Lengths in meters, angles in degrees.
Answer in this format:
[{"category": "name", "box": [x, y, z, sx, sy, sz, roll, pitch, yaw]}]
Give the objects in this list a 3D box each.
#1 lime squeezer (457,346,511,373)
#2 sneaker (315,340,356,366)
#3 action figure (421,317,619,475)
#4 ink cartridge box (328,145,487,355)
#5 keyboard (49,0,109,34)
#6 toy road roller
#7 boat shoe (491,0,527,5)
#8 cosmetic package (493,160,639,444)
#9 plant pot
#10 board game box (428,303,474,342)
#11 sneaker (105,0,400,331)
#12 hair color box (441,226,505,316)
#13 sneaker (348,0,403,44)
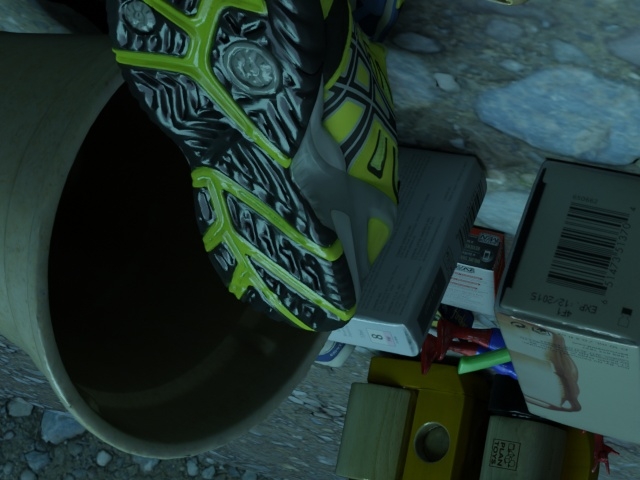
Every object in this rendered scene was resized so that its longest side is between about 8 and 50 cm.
[{"category": "lime squeezer", "box": [0.308, 0.125, 1.476, 0.311, 0.109, 0.059, 11, -164, -1]}, {"category": "sneaker", "box": [-0.075, 0.074, 1.574, 0.131, 0.112, 0.296, 42, 170, -34]}, {"category": "action figure", "box": [0.255, 0.176, 1.569, 0.281, 0.139, 0.091, 7, 159, -11]}, {"category": "ink cartridge box", "box": [0.007, -0.006, 1.243, 0.232, 0.189, 0.066, 8, 145, 27]}, {"category": "keyboard", "box": [-0.123, -0.176, 1.137, 0.202, 0.033, 0.317, 2, 154, 42]}, {"category": "toy road roller", "box": [0.208, 0.284, 1.877, 0.330, 0.202, 0.241, 5, 168, 34]}, {"category": "boat shoe", "box": [0.066, -0.185, 0.877, 0.170, 0.063, 0.059, 21, 156, -9]}, {"category": "cosmetic package", "box": [0.251, 0.064, 1.276, 0.129, 0.153, 0.296, 13, 159, 20]}, {"category": "plant pot", "box": [-0.183, -0.035, 1.117, 0.306, 0.333, 0.334, 17, 165, 39]}, {"category": "board game box", "box": [0.062, 0.046, 1.570, 0.165, 0.042, 0.243, 10, 160, 24]}, {"category": "sneaker", "box": [-0.030, -0.113, 0.931, 0.145, 0.147, 0.384, 15, 141, 22]}, {"category": "hair color box", "box": [0.149, 0.029, 1.437, 0.072, 0.043, 0.141, 14, 162, 13]}, {"category": "sneaker", "box": [0.023, -0.164, 1.002, 0.059, 0.053, 0.144, 22, 154, -5]}]
